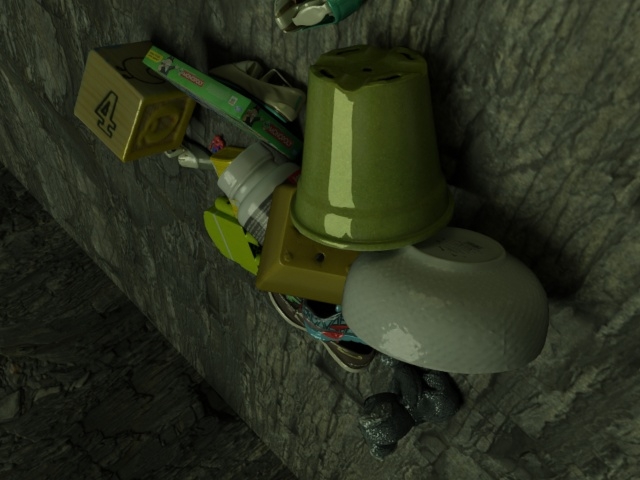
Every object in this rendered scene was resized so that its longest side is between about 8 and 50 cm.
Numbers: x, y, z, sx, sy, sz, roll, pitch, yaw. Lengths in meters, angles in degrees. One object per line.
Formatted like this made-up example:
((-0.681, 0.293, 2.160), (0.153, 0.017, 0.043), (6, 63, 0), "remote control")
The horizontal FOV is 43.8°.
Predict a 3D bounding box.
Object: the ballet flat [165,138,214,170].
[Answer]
((-0.359, -0.228, 2.089), (0.213, 0.068, 0.072), (36, 150, 30), "ballet flat")

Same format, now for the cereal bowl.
((0.203, 0.069, 1.282), (0.339, 0.338, 0.141), (26, 119, 43), "cereal bowl")

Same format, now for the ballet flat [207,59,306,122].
((-0.123, -0.311, 1.584), (0.248, 0.086, 0.086), (34, 149, 32), "ballet flat")

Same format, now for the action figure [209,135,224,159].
((-0.256, -0.225, 1.971), (0.038, 0.030, 0.115), (50, 153, 15), "action figure")

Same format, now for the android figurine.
((-0.223, -0.010, 2.161), (0.272, 0.056, 0.248), (23, 143, 44), "android figurine")

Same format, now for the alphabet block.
((-0.432, -0.330, 1.877), (0.197, 0.192, 0.193), (42, 129, 18), "alphabet block")

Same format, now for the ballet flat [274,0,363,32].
((-0.028, -0.384, 1.313), (0.247, 0.087, 0.083), (7, 130, 57), "ballet flat")

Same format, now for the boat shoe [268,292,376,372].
((0.006, 0.191, 1.981), (0.324, 0.116, 0.097), (43, 149, 9), "boat shoe")

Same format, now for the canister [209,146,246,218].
((-0.189, -0.136, 1.921), (0.126, 0.073, 0.170), (16, 135, 51), "canister")

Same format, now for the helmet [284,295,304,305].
((-0.031, 0.072, 1.826), (0.169, 0.169, 0.161), (51, 172, 3), "helmet")

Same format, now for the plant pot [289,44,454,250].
((0.078, -0.162, 1.265), (0.276, 0.276, 0.254), (29, 135, 39), "plant pot")

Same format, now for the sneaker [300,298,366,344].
((0.078, 0.158, 1.711), (0.261, 0.104, 0.125), (-4, 139, 17), "sneaker")

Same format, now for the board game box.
((-0.201, -0.286, 1.659), (0.317, 0.046, 0.213), (34, 180, 33), "board game box")

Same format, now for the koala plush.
((0.178, 0.381, 1.809), (0.203, 0.221, 0.196), (32, 148, 35), "koala plush")

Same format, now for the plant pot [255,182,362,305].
((0.000, 0.000, 1.483), (0.212, 0.212, 0.187), (11, 172, -3), "plant pot")

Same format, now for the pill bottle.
((-0.061, -0.050, 1.672), (0.318, 0.176, 0.176), (45, 154, 2), "pill bottle")
